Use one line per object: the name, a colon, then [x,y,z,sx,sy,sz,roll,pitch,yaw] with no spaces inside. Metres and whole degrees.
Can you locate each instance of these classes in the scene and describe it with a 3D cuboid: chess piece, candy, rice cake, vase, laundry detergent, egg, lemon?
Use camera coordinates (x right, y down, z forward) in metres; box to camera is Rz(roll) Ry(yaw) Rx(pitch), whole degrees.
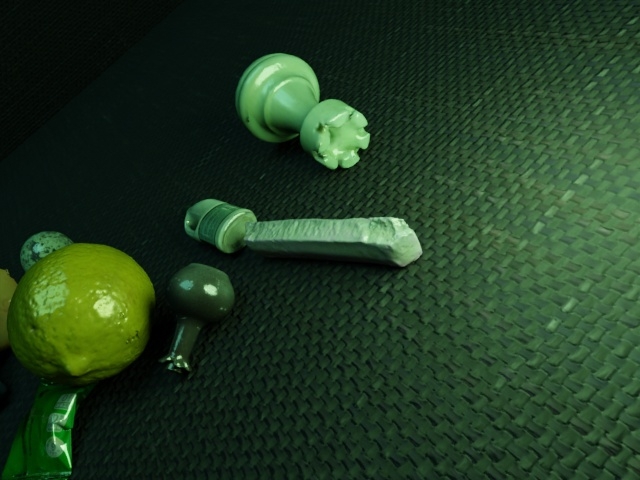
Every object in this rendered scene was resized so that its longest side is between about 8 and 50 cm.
chess piece: [-0.032,-0.256,1.114,0.195,0.194,0.299,-43,45,-5]
candy: [-0.484,0.329,0.968,0.141,0.078,0.203,-19,47,26]
rice cake: [0.000,0.000,0.898,0.365,0.072,0.056,2,56,41]
vase: [-0.219,0.134,0.923,0.120,0.120,0.182,1,66,41]
laundry detergent: [-0.227,-0.039,1.133,0.226,0.070,0.099,19,71,48]
egg: [-0.699,0.041,1.400,0.172,0.132,0.132,3,53,56]
lemon: [-0.426,0.131,0.987,0.268,0.267,0.267,-23,40,21]

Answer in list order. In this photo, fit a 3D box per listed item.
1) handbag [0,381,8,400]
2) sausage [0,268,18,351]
handbag: [-0.799,0.302,1.158,0.144,0.221,0.057,-48,3,-1]
sausage: [-0.915,0.202,1.337,0.287,0.233,0.233,-21,40,24]
